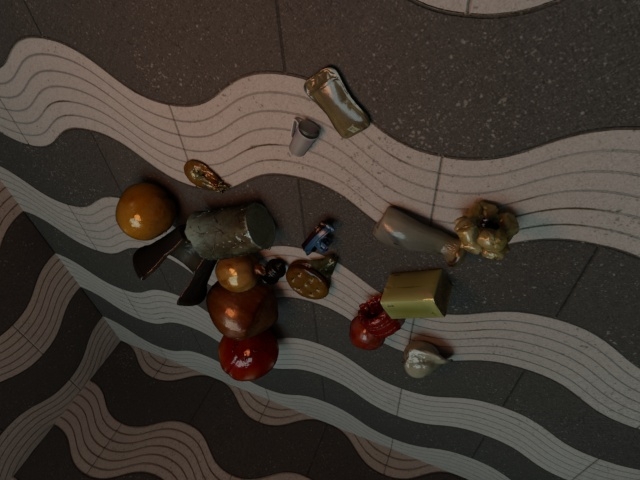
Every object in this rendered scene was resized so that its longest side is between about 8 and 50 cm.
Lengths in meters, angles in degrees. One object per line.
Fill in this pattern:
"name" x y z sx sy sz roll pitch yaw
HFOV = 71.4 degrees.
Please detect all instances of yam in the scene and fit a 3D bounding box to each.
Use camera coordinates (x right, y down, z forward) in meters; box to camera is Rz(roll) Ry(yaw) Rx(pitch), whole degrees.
"yam" -0.370 -0.041 1.869 0.348 0.241 0.241 -7 130 34

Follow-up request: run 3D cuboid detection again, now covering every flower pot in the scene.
"flower pot" -0.618 0.078 2.035 0.379 0.379 0.251 38 107 -11

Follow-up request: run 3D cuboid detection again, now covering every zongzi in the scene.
"zongzi" 0.009 0.076 1.890 0.130 0.062 0.154 33 138 14

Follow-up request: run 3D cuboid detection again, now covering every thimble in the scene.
"thimble" 0.264 0.323 1.910 0.190 0.163 0.125 -27 118 31

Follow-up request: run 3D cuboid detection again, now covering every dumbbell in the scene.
"dumbbell" -0.222 0.147 2.073 0.099 0.099 0.208 36 141 -8

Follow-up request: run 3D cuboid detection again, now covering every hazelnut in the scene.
"hazelnut" -0.385 0.324 2.203 0.372 0.315 0.372 32 175 3

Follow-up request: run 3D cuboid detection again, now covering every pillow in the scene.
"pillow" 0.051 -0.405 1.328 0.130 0.033 0.217 -21 120 41

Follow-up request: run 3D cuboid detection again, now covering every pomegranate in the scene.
"pomegranate" -0.373 0.137 2.031 0.207 0.207 0.207 17 141 15

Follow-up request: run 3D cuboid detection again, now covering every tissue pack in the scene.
"tissue pack" 0.369 0.209 1.721 0.234 0.159 0.125 -10 128 39

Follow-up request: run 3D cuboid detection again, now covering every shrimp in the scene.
"shrimp" -0.466 -0.255 1.814 0.217 0.051 0.115 27 140 7

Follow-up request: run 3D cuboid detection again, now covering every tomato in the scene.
"tomato" 0.212 0.425 2.076 0.187 0.151 0.187 21 141 19

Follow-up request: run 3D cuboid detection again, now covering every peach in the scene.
"peach" -0.414 0.632 2.552 0.370 0.370 0.370 17 141 15

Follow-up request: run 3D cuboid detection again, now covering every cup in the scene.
"cup" -0.064 -0.342 1.453 0.104 0.074 0.116 54 147 7

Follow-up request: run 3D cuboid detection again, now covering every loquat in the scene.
"loquat" -0.785 -0.125 1.992 0.263 0.263 0.263 17 141 15

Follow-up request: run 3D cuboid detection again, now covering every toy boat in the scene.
"toy boat" 0.000 0.000 1.764 0.097 0.100 0.223 41 144 0

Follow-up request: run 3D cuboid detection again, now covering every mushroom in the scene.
"mushroom" 0.343 -0.009 1.548 0.329 0.122 0.159 22 178 10

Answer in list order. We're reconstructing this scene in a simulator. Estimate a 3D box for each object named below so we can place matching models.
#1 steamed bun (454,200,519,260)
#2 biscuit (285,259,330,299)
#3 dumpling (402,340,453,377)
"steamed bun" 0.500 -0.042 1.357 0.192 0.177 0.106 24 135 29
"biscuit" -0.058 0.181 2.035 0.221 0.066 0.220 17 140 15
"dumpling" 0.494 0.546 2.059 0.227 0.243 0.175 -6 93 14
